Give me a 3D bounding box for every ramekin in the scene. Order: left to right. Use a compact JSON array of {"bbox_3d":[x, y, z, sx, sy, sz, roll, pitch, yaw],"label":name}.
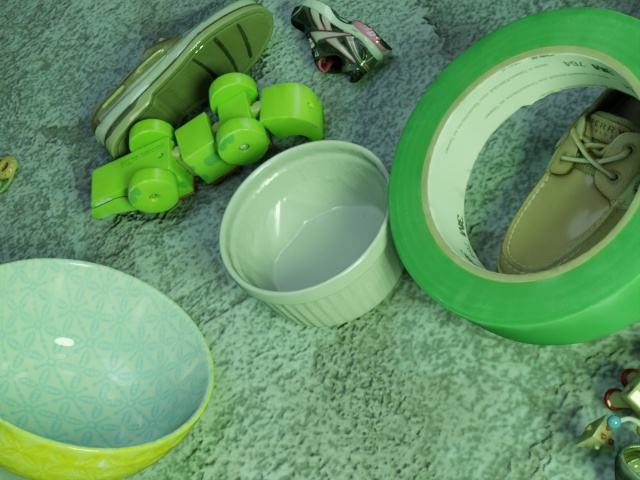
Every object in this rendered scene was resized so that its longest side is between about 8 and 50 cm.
[{"bbox_3d":[0.000,0.000,1.058,0.207,0.109,0.207,-13,52,17],"label":"ramekin"}]

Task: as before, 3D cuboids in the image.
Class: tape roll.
[{"bbox_3d":[0.218,-0.063,0.903,0.321,0.077,0.321,-18,60,34],"label":"tape roll"}]

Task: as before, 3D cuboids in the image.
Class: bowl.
[{"bbox_3d":[-0.275,0.168,1.020,0.289,0.289,0.156,55,131,41],"label":"bowl"}]

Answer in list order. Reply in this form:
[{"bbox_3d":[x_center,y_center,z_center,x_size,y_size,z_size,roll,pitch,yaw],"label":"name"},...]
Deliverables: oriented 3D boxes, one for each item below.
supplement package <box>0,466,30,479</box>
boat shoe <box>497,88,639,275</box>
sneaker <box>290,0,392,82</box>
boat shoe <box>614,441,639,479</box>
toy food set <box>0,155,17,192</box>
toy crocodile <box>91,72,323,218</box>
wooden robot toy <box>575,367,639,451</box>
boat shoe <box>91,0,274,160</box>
[{"bbox_3d":[-0.410,0.325,0.965,0.198,0.199,0.262,-39,49,-3],"label":"supplement package"},{"bbox_3d":[0.294,-0.089,0.975,0.122,0.110,0.341,30,73,38],"label":"boat shoe"},{"bbox_3d":[0.010,-0.269,1.276,0.077,0.072,0.178,-53,45,-2],"label":"sneaker"},{"bbox_3d":[0.344,0.217,0.754,0.224,0.073,0.080,12,63,33],"label":"boat shoe"},{"bbox_3d":[-0.501,-0.096,1.431,0.083,0.020,0.082,10,62,31],"label":"toy food set"},{"bbox_3d":[-0.157,-0.115,1.234,0.341,0.105,0.115,-26,50,14],"label":"toy crocodile"},{"bbox_3d":[0.312,0.145,0.845,0.079,0.076,0.173,44,81,5],"label":"wooden robot toy"},{"bbox_3d":[-0.203,-0.241,1.329,0.302,0.113,0.103,-42,55,-6],"label":"boat shoe"}]
